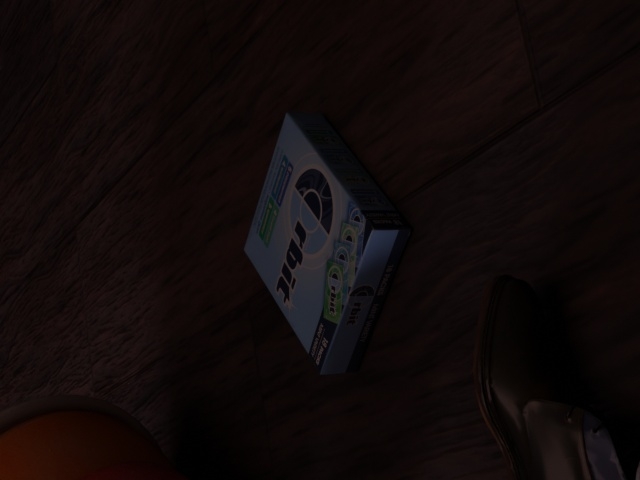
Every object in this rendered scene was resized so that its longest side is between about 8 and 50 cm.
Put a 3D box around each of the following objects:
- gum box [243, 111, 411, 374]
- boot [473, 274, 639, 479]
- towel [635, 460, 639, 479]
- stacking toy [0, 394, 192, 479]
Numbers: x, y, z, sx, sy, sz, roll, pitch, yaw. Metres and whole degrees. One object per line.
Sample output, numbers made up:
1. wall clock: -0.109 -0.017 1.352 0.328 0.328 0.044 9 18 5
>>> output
1. gum box: 0.000 0.000 1.129 0.184 0.041 0.157 55 136 44
2. boot: 0.167 0.119 0.827 0.106 0.082 0.219 -19 69 37
3. towel: 0.261 0.214 0.587 0.283 0.121 0.235 -139 46 -59
4. stacking toy: -0.152 0.353 1.217 0.480 0.350 0.351 6 96 44
